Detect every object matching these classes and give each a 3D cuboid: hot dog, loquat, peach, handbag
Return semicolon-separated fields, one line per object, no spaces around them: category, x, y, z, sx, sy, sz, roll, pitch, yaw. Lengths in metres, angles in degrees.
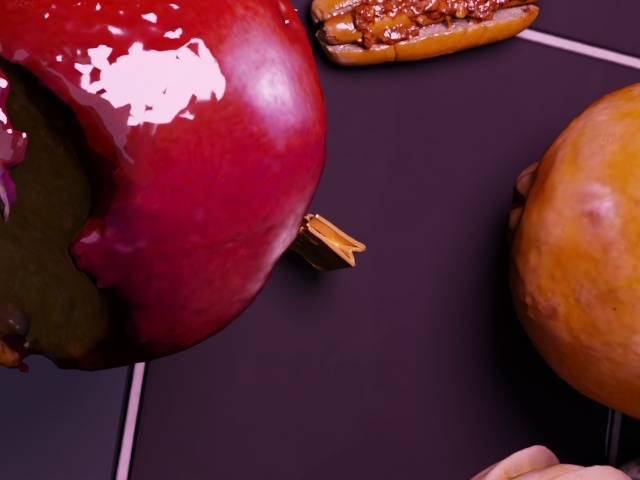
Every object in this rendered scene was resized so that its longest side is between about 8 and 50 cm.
hot dog;0.111;-0.225;1.177;0.249;0.076;0.102;-15;91;-21
loquat;0.327;0.010;1.134;0.328;0.328;0.329;1;88;-22
peach;-0.213;-0.107;0.916;0.416;0.339;0.353;21;48;-19
handbag;0.000;0.000;1.122;0.061;0.083;0.027;37;75;-14

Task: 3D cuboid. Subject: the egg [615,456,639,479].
egg;0.356;0.279;1.227;0.181;0.141;0.141;34;77;-9

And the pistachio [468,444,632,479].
pistachio;0.162;0.323;1.105;0.321;0.229;0.238;-43;134;-33
